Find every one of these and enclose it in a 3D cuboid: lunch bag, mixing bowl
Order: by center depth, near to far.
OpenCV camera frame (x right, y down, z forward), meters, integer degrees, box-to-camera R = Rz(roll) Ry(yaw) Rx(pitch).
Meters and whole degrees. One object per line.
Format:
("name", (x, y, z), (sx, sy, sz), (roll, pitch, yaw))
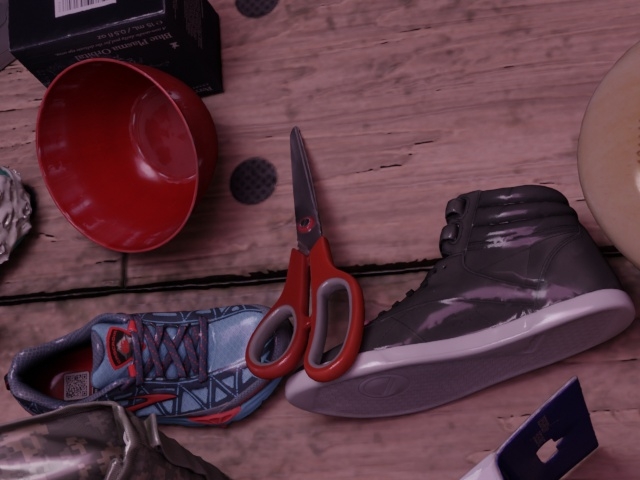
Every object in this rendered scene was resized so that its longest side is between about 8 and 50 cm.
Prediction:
("lunch bag", (-0.217, 0.245, 1.044), (0.287, 0.235, 0.169), (-26, 60, 6))
("mixing bowl", (-0.163, -0.089, 1.206), (0.181, 0.098, 0.182), (11, 114, 27))

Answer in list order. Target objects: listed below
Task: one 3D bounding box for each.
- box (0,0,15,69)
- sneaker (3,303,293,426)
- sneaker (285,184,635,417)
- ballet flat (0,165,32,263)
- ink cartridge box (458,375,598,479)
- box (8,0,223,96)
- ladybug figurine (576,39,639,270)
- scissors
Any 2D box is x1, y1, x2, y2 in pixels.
("box", (-0.426, -0.313, 1.309), (0.126, 0.231, 0.262), (-38, 66, 0))
("sneaker", (-0.152, 0.113, 1.133), (0.261, 0.125, 0.104), (-16, 68, 10))
("sneaker", (0.102, 0.049, 1.103), (0.295, 0.104, 0.147), (-19, 59, 9))
("ballet flat", (-0.453, 0.064, 1.236), (0.147, 0.147, 0.409), (41, 86, 24))
("ink cartridge box", (0.090, 0.242, 0.919), (0.307, 0.303, 0.072), (-38, 68, 1))
("box", (-0.192, -0.198, 1.238), (0.155, 0.158, 0.093), (-11, 67, 13))
("ladybug figurine", (0.430, -0.057, 1.004), (0.449, 0.162, 0.305), (1, 71, 17))
("scissors", (0.000, 0.000, 1.134), (0.109, 0.021, 0.297), (-15, 46, 28))
